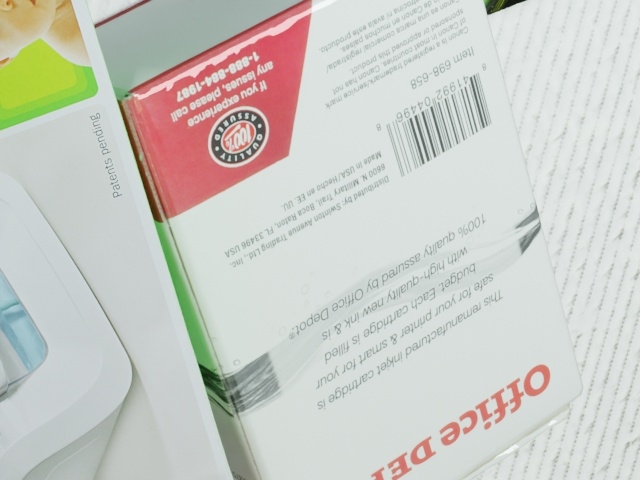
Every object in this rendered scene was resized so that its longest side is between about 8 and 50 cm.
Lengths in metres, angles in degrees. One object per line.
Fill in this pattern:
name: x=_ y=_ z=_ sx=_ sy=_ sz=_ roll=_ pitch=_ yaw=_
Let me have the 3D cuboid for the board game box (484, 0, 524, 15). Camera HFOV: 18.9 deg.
board game box: x=0.090 y=-0.251 z=1.000 sx=0.136 sy=0.030 sz=0.260 roll=-25 pitch=116 yaw=-29

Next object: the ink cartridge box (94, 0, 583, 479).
ink cartridge box: x=0.000 y=0.000 z=0.959 sx=0.197 sy=0.114 sz=0.273 roll=-30 pitch=117 yaw=-25

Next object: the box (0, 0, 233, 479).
box: x=-0.189 y=0.016 z=0.800 sx=0.231 sy=0.127 sz=0.262 roll=-21 pitch=119 yaw=-14
